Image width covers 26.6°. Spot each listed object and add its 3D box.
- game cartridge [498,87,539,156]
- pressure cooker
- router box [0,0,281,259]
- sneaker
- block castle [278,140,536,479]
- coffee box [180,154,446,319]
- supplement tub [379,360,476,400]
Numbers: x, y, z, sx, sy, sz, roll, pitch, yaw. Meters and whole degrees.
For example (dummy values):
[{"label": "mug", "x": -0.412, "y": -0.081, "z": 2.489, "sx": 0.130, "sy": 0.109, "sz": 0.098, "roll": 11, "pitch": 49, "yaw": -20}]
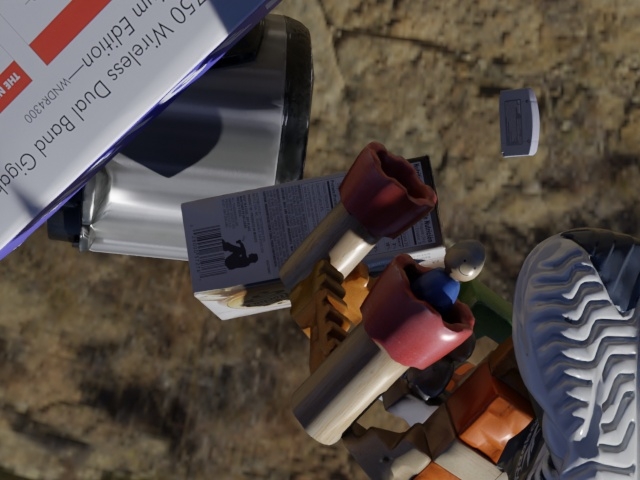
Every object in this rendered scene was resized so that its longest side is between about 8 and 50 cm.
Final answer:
[{"label": "game cartridge", "x": 0.245, "y": -0.145, "z": 1.669, "sx": 0.017, "sy": 0.083, "sz": 0.056, "roll": -4, "pitch": -177, "yaw": -36}, {"label": "pressure cooker", "x": -0.235, "y": -0.152, "z": 1.880, "sx": 0.420, "sy": 0.376, "sz": 0.370, "roll": 6, "pitch": 167, "yaw": -7}, {"label": "router box", "x": -0.154, "y": -0.186, "z": 0.600, "sx": 0.335, "sy": 0.082, "sz": 0.301, "roll": -38, "pitch": 97, "yaw": 25}, {"label": "sneaker", "x": 0.111, "y": 0.085, "z": 0.569, "sx": 0.235, "sy": 0.094, "sz": 0.153, "roll": 47, "pitch": 159, "yaw": -29}, {"label": "block castle", "x": 0.193, "y": 0.123, "z": 1.217, "sx": 0.453, "sy": 0.303, "sz": 0.213, "roll": 35, "pitch": 111, "yaw": -20}, {"label": "coffee box", "x": 0.000, "y": 0.000, "z": 1.622, "sx": 0.297, "sy": 0.119, "sz": 0.168, "roll": -11, "pitch": 166, "yaw": 4}, {"label": "supplement tub", "x": 0.153, "y": 0.197, "z": 1.812, "sx": 0.198, "sy": 0.106, "sz": 0.106, "roll": 27, "pitch": 150, "yaw": 31}]
